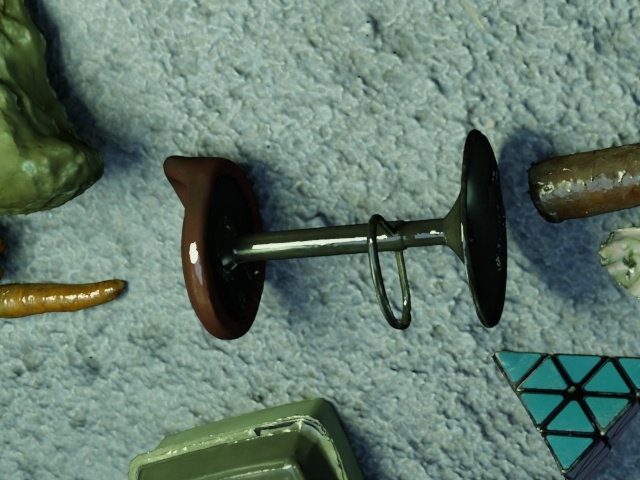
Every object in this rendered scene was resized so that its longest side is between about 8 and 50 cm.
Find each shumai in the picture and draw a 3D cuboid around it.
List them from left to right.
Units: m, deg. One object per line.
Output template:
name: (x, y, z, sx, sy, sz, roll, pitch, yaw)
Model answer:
shumai: (-0.452, -0.183, 1.971, 0.397, 0.324, 0.324, -1, 95, 21)

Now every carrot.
carrot: (-0.340, 0.073, 2.183, 0.191, 0.047, 0.047, -5, 112, 17)

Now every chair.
chair: (0.000, 0.000, 1.956, 0.400, 0.226, 0.227, -3, 112, 18)

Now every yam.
yam: (0.311, -0.066, 1.924, 0.141, 0.079, 0.079, -12, 110, 19)

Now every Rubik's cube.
Rubik's cube: (0.348, 0.208, 2.055, 0.178, 0.211, 0.190, -30, 137, 5)

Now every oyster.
oyster: (0.422, 0.015, 1.938, 0.209, 0.072, 0.133, -14, 117, 42)

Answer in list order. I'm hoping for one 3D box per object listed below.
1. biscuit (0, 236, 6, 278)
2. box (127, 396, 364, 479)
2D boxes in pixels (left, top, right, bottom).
biscuit: (-0.502, 0.018, 2.121, 0.220, 0.220, 0.066, 0, 81, 15)
box: (-0.088, 0.334, 2.161, 0.290, 0.166, 0.221, -17, 107, 20)
